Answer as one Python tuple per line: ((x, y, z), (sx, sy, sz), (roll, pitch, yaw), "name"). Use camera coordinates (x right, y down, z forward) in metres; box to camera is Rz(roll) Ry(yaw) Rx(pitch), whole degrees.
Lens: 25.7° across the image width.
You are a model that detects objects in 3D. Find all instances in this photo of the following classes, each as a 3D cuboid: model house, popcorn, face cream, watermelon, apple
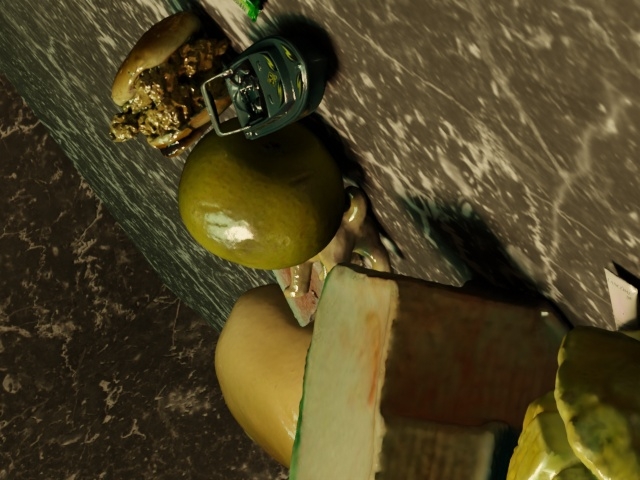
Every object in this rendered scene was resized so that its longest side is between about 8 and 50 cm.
((0.147, 0.197, 1.515), (0.280, 0.312, 0.245), (10, 179, -22), "model house")
((0.293, 0.199, 1.202), (0.276, 0.276, 0.225), (38, 130, 35), "popcorn")
((0.275, 0.063, 1.257), (0.038, 0.020, 0.115), (39, 164, 35), "face cream")
((-0.006, 0.032, 1.990), (0.154, 0.094, 0.241), (56, 166, -3), "watermelon")
((-0.066, -0.060, 1.634), (0.196, 0.196, 0.157), (41, 141, 24), "apple")

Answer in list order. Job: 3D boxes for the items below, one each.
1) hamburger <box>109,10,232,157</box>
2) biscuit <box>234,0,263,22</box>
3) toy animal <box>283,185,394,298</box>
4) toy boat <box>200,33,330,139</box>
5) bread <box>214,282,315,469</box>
((-0.184, -0.184, 1.676), (0.131, 0.185, 0.159), (45, -175, -15), "hamburger")
((-0.091, -0.264, 1.447), (0.089, 0.016, 0.046), (45, 167, 1), "biscuit")
((-0.011, -0.010, 1.794), (0.233, 0.121, 0.169), (17, 122, 52), "toy animal")
((-0.052, -0.163, 1.463), (0.093, 0.103, 0.246), (71, 161, -3), "toy boat")
((-0.011, 0.270, 2.437), (0.376, 0.253, 0.348), (34, 160, 41), "bread")
